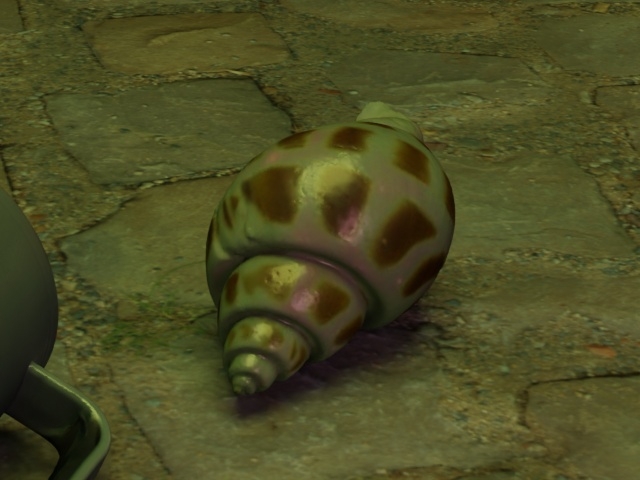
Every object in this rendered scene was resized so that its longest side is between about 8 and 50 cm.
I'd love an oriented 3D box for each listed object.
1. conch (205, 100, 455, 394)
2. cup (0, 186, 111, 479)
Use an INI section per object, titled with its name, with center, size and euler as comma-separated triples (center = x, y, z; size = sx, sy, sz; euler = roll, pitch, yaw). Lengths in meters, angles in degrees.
[conch]
center = 0.000, -0.001, 1.460
size = 0.368, 0.197, 0.249
euler = -29, 2, -40
[cup]
center = -0.356, 0.127, 1.155
size = 0.257, 0.331, 0.311
euler = -24, 17, 26
